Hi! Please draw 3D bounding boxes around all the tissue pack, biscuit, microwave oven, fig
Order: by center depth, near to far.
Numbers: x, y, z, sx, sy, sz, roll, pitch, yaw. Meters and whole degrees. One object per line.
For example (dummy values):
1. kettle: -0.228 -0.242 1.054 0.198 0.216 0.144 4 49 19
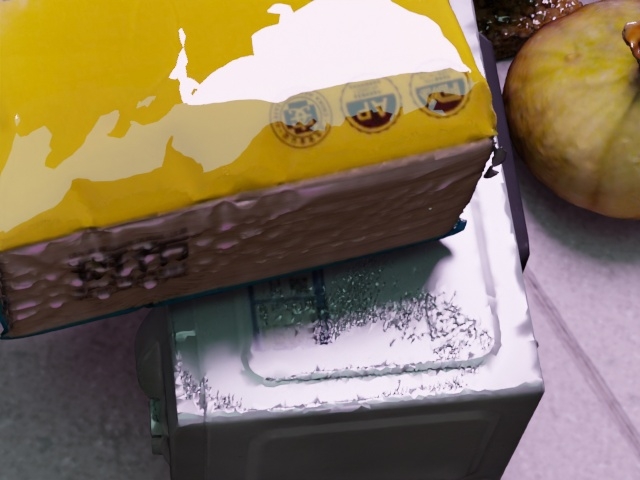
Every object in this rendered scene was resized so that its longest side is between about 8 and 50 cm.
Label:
1. tissue pack: -0.062 -0.077 0.945 0.271 0.134 0.192 -14 65 -10
2. microwave oven: 0.000 0.000 1.087 0.238 0.181 0.295 -4 64 -7
3. fig: 0.195 -0.079 1.133 0.160 0.231 0.143 26 107 3
4. biscuit: 0.087 -0.150 1.249 0.199 0.034 0.064 -14 64 -11
